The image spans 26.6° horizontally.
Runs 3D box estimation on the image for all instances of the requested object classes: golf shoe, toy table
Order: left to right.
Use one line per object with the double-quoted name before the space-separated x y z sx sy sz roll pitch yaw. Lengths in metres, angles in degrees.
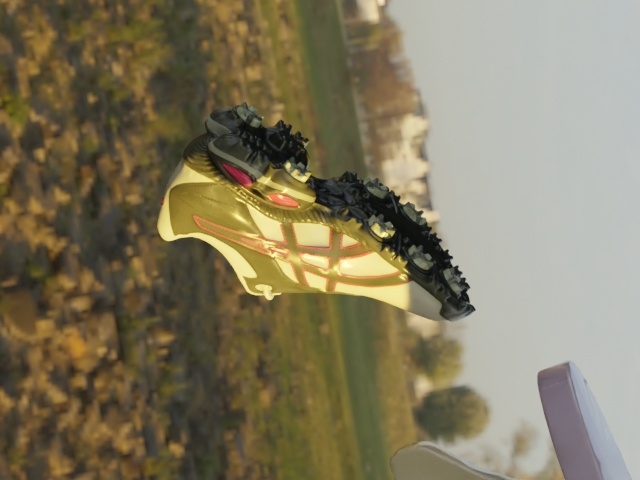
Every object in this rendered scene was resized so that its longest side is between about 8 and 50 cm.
"golf shoe" 0.000 0.000 1.097 0.273 0.120 0.105 32 25 -17
"toy table" 0.173 0.249 1.043 0.252 0.161 0.274 22 46 -69
